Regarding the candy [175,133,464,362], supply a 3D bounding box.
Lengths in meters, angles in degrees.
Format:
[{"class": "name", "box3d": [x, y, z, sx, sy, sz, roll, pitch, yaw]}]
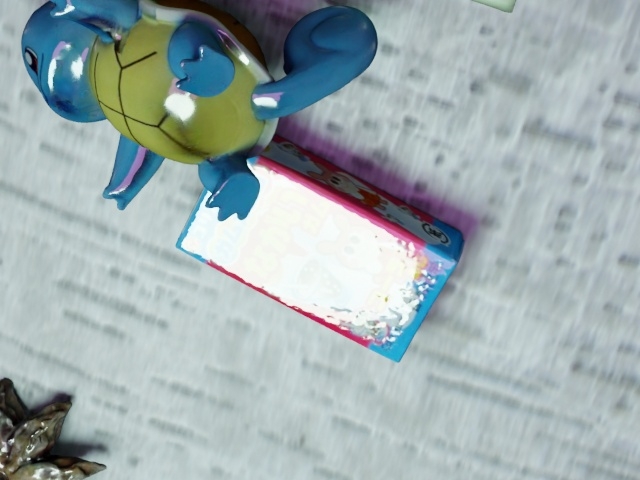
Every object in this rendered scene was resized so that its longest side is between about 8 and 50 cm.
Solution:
[{"class": "candy", "box3d": [0.000, 0.001, 1.726, 0.306, 0.100, 0.157, 29, 113, 0]}]

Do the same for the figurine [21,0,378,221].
[{"class": "figurine", "box3d": [-0.156, -0.179, 1.586, 0.417, 0.243, 0.298, 2, 140, 19]}]

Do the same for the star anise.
[{"class": "star anise", "box3d": [-0.410, 0.310, 1.888, 0.236, 0.109, 0.223, -31, 92, 20]}]

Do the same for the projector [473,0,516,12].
[{"class": "projector", "box3d": [0.121, -0.396, 1.475, 0.249, 0.248, 0.248, 18, 112, 3]}]
